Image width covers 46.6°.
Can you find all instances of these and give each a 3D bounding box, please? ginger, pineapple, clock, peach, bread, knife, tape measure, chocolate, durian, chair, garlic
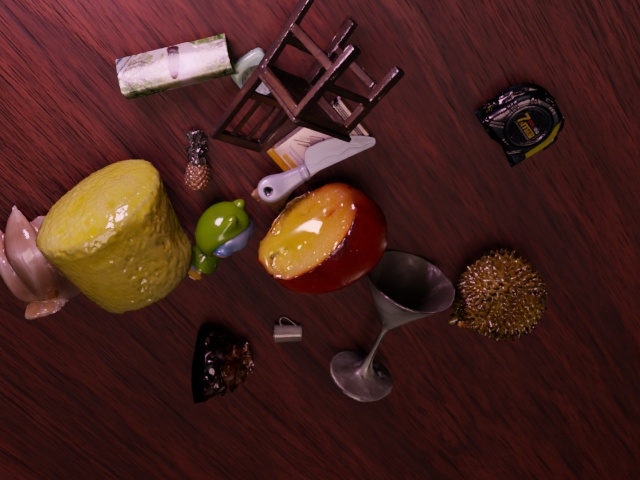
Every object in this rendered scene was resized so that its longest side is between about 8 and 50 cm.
[{"bbox_3d":[-0.106,-0.114,1.999,0.096,0.067,0.165,-38,129,16],"label":"ginger"},{"bbox_3d":[-0.320,-0.212,1.927,0.074,0.074,0.159,1,113,-4],"label":"pineapple"},{"bbox_3d":[-0.153,-0.398,1.836,0.101,0.041,0.135,-29,119,13],"label":"clock"},{"bbox_3d":[0.000,0.000,1.943,0.338,0.281,0.281,-13,123,-17],"label":"peach"},{"bbox_3d":[-0.504,-0.011,1.889,0.348,0.348,0.308,-24,129,11],"label":"bread"},{"bbox_3d":[-0.016,-0.201,1.914,0.331,0.044,0.080,-30,100,0],"label":"knife"},{"bbox_3d":[0.518,-0.306,1.893,0.186,0.112,0.199,-31,124,22],"label":"tape measure"},{"bbox_3d":[-0.278,0.377,2.212,0.177,0.206,0.224,4,116,-18],"label":"chocolate"},{"bbox_3d":[0.504,0.163,2.111,0.258,0.258,0.293,17,128,-13],"label":"durian"},{"bbox_3d":[-0.044,-0.317,1.744,0.203,0.240,0.416,8,127,-49],"label":"chair"},{"bbox_3d":[-0.753,0.066,2.034,0.279,0.132,0.325,-6,127,-9],"label":"garlic"}]

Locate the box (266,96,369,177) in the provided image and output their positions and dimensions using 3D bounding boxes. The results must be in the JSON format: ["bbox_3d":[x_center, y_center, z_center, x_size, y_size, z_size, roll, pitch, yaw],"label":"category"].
[{"bbox_3d":[-0.007,-0.253,1.936,0.247,0.033,0.129,-35,117,17],"label":"box"}]

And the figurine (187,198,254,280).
[{"bbox_3d":[-0.282,0.002,2.005,0.143,0.162,0.263,36,123,-7],"label":"figurine"}]

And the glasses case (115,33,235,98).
[{"bbox_3d":[-0.347,-0.417,1.780,0.272,0.062,0.095,-13,87,4],"label":"glasses case"}]

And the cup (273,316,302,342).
[{"bbox_3d":[-0.100,0.271,2.244,0.083,0.075,0.054,0,158,-7],"label":"cup"}]

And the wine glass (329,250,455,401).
[{"bbox_3d":[0.181,0.256,2.140,0.267,0.267,0.406,16,124,-12],"label":"wine glass"}]
